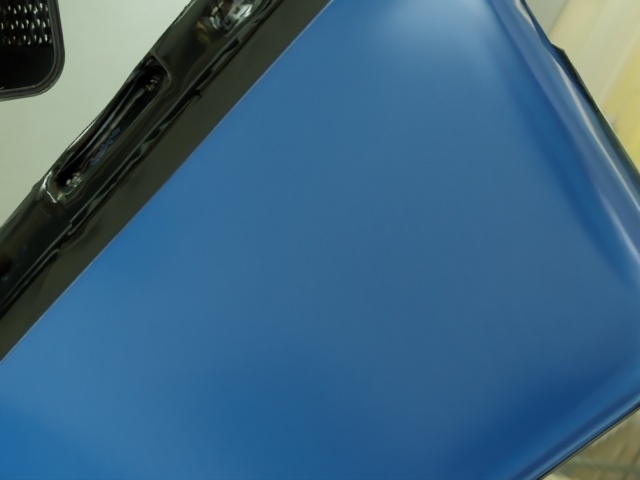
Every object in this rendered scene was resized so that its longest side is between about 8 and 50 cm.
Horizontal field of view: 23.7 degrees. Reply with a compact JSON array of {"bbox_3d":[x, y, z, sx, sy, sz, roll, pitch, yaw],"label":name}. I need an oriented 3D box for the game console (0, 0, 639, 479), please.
[{"bbox_3d":[0.000,0.000,0.546,0.293,0.173,0.250,-43,1,33],"label":"game console"}]

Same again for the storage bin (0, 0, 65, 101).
[{"bbox_3d":[-0.212,-0.156,0.776,0.122,0.084,0.180,-14,-76,-35],"label":"storage bin"}]
